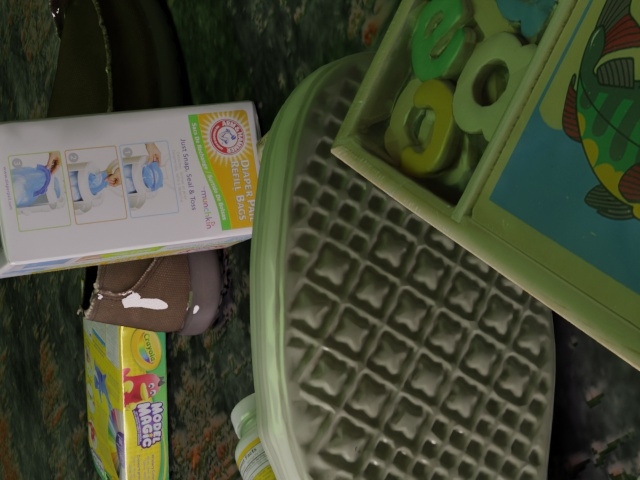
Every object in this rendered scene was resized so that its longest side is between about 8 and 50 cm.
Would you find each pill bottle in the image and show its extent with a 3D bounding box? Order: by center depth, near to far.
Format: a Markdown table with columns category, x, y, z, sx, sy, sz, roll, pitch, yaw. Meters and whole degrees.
| category | x | y | z | sx | sy | sz | roll | pitch | yaw |
| --- | --- | --- | --- | --- | --- | --- | --- | --- | --- |
| pill bottle | -0.024 | 0.167 | 0.936 | 0.065 | 0.065 | 0.116 | 110 | 144 | -45 |

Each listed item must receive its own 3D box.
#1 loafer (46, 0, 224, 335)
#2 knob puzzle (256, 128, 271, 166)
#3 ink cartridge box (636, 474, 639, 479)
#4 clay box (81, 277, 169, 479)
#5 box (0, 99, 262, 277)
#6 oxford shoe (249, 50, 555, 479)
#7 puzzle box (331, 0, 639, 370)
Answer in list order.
| category | x | y | z | sx | sy | sz | roll | pitch | yaw |
| --- | --- | --- | --- | --- | --- | --- | --- | --- | --- |
| loafer | -0.187 | -0.089 | 1.122 | 0.134 | 0.130 | 0.365 | -51 | 52 | 57 |
| knob puzzle | 0.000 | 0.000 | 0.874 | 0.213 | 0.030 | 0.213 | 31 | 125 | 58 |
| ink cartridge box | 0.193 | 0.109 | 0.429 | 0.154 | 0.093 | 0.212 | 61 | 150 | 36 |
| clay box | -0.199 | 0.158 | 1.316 | 0.127 | 0.053 | 0.222 | 37 | 131 | 56 |
| box | -0.153 | -0.038 | 0.980 | 0.114 | 0.203 | 0.103 | 162 | 99 | -66 |
| oxford shoe | 0.044 | 0.129 | 0.674 | 0.130 | 0.169 | 0.449 | -3 | 100 | 66 |
| puzzle box | 0.168 | -0.073 | 0.342 | 0.409 | 0.052 | 0.272 | 39 | 105 | 55 |
